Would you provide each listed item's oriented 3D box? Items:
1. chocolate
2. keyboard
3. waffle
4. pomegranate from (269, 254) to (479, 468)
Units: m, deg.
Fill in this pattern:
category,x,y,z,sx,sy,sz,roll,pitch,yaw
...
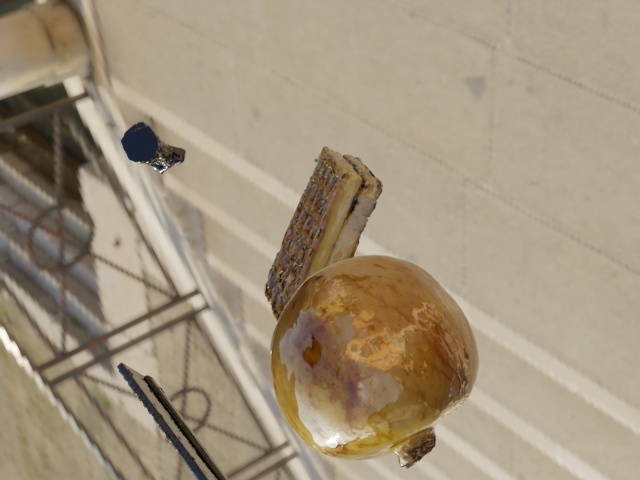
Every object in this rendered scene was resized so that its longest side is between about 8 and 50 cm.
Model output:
category,x,y,z,sx,sy,sz,roll,pitch,yaw
chocolate,-0.250,-0.139,1.770,0.072,0.147,0.070,11,92,9
keyboard,-0.185,0.290,1.636,0.310,0.018,0.101,46,-179,32
waffle,-0.001,0.000,2.099,0.213,0.091,0.308,-121,52,-70
pomegranate,0.059,0.135,1.272,0.248,0.248,0.248,35,138,38
